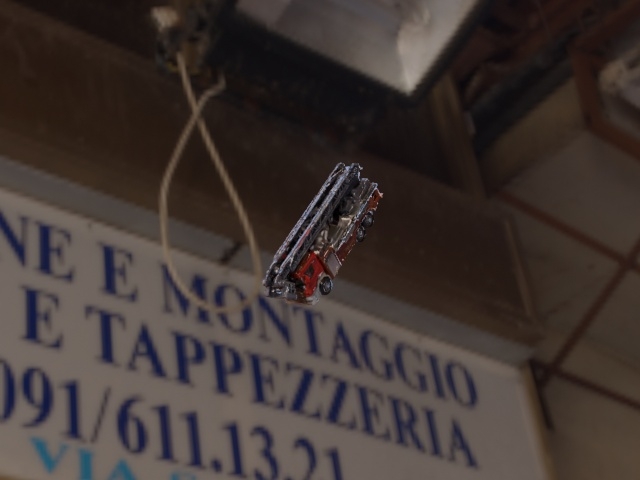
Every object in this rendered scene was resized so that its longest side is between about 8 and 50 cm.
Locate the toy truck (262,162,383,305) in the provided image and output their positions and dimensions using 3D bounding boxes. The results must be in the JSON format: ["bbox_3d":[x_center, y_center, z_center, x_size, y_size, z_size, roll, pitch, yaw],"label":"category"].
[{"bbox_3d":[0.000,0.000,0.679,0.024,0.083,0.032,7,-40,36],"label":"toy truck"}]
